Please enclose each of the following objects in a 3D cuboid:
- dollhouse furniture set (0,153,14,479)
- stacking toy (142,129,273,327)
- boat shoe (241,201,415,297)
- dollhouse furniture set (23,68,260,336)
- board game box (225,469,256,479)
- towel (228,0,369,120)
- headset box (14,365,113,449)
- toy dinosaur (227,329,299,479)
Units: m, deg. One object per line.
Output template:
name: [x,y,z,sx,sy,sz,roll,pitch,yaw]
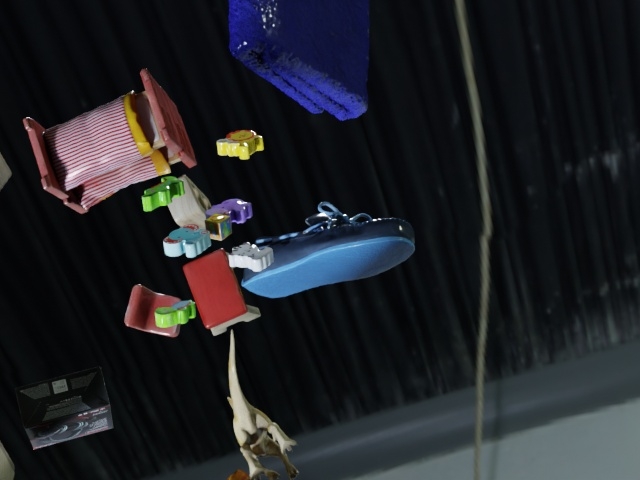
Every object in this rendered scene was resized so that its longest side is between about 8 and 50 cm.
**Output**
dollhouse furniture set: [-0.350,0.050,0.703,0.362,0.394,0.256,-27,14,-3]
stacking toy: [-0.134,-0.016,1.443,0.052,0.167,0.221,11,29,30]
boat shoe: [0.000,0.000,1.562,0.258,0.109,0.089,-12,60,30]
dollhouse furniture set: [-0.256,-0.030,1.779,0.201,0.152,0.374,-24,73,4]
board game box: [-0.074,0.510,1.138,0.356,0.356,0.356,-46,13,38]
towel: [-0.030,-0.295,1.299,0.076,0.227,0.308,-12,69,31]
headset box: [-0.185,0.124,0.906,0.062,0.083,0.032,-13,70,-13]
toy dinosaur: [-0.065,0.173,1.151,0.053,0.183,0.092,-30,48,-13]
